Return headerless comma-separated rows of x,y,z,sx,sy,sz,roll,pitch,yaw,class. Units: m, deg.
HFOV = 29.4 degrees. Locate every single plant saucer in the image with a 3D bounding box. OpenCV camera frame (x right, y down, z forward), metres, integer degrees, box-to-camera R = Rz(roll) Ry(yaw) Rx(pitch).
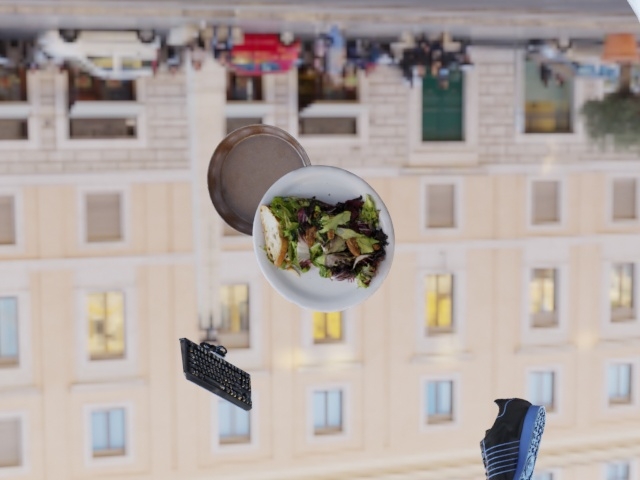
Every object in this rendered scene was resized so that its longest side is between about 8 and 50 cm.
-0.086,-0.089,1.808,0.168,0.168,0.029,1,-173,16,plant saucer

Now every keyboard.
-0.177,0.218,2.090,0.023,0.108,0.180,-29,140,21,keyboard

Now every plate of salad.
0.000,0.000,1.619,0.200,0.200,0.048,2,-171,18,plate of salad

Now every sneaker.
0.310,0.380,2.067,0.090,0.232,0.081,10,162,30,sneaker

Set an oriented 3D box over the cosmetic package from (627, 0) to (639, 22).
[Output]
0.713,-0.413,1.906,0.453,0.230,0.161,-22,167,-27,cosmetic package
